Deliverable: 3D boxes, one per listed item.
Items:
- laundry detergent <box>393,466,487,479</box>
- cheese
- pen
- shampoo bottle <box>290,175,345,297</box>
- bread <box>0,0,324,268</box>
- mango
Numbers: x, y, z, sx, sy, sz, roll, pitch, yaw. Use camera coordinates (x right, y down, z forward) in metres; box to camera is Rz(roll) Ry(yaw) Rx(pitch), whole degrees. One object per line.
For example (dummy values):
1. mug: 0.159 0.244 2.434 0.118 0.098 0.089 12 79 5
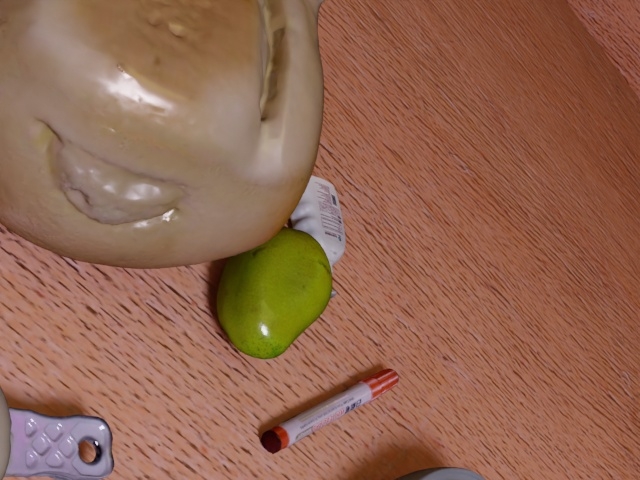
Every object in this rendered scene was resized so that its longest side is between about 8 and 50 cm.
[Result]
1. laundry detergent: 0.142 0.352 1.045 0.280 0.105 0.215 -6 71 -54
2. cheese: -0.268 0.143 0.696 0.286 0.082 0.163 22 52 -43
3. pen: 0.017 0.184 1.066 0.239 0.028 0.028 -15 79 -53
4. shampoo bottle: 0.000 0.000 1.153 0.077 0.045 0.152 18 52 -46
5. bread: -0.176 -0.171 0.871 0.348 0.253 0.376 20 51 -37
6. mango: -0.050 0.048 1.020 0.117 0.089 0.163 56 36 -8
